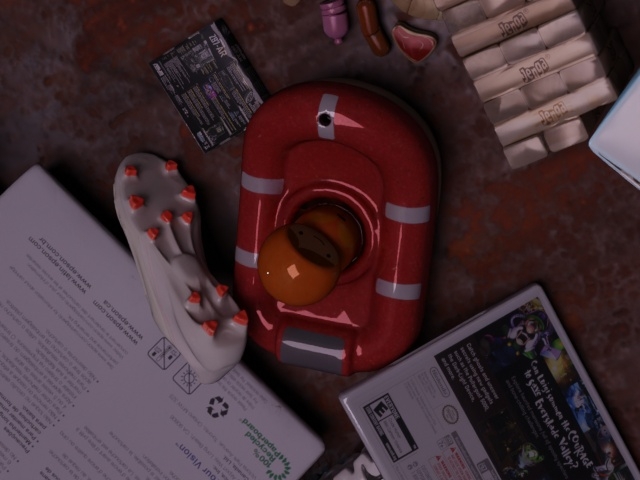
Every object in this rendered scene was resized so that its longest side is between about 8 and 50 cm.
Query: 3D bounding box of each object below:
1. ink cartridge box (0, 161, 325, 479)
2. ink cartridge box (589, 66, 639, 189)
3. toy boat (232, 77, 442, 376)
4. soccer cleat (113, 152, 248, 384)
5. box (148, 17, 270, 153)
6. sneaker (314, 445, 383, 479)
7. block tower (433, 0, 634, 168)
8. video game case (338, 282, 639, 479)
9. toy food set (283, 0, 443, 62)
[{"bbox_3d":[-0.222,0.165,1.259,0.324,0.071,0.330,45,77,0],"label":"ink cartridge box"},{"bbox_3d":[0.263,-0.118,1.015,0.092,0.218,0.158,37,116,3],"label":"ink cartridge box"},{"bbox_3d":[0.000,0.000,1.181,0.151,0.151,0.231,11,111,15],"label":"toy boat"},{"bbox_3d":[-0.114,0.020,1.243,0.196,0.068,0.076,63,146,27],"label":"soccer cleat"},{"bbox_3d":[-0.082,-0.118,1.242,0.067,0.018,0.083,-30,97,25],"label":"box"},{"bbox_3d":[0.043,0.217,1.283,0.106,0.078,0.234,47,114,1],"label":"sneaker"},{"bbox_3d":[0.107,-0.225,1.102,0.091,0.097,0.335,-22,102,24],"label":"block tower"},{"bbox_3d":[0.132,0.155,1.220,0.173,0.022,0.190,-29,98,-4],"label":"video game case"},{"bbox_3d":[0.039,-0.170,1.185,0.122,0.019,0.078,29,115,-1],"label":"toy food set"}]
